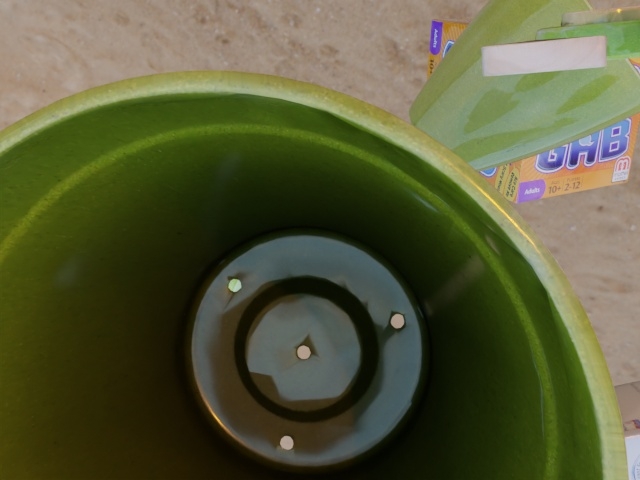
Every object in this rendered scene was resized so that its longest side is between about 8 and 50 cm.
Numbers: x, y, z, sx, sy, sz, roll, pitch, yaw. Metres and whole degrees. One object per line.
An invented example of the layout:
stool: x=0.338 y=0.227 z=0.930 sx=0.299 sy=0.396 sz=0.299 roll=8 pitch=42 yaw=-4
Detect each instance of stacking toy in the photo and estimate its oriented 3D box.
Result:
stacking toy: x=0.283 y=-0.204 z=0.521 sx=0.280 sy=0.130 sz=0.309 roll=5 pitch=-162 yaw=32

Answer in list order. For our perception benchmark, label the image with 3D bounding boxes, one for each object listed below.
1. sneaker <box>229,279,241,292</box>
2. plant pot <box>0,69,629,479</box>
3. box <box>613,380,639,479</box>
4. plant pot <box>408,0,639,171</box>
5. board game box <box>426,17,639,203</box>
sneaker: x=-0.037 y=0.018 z=0.814 sx=0.385 sy=0.145 sz=0.147 roll=-5 pitch=-153 yaw=-25
plant pot: x=-0.033 y=0.103 z=0.486 sx=0.367 sy=0.366 sz=0.353 roll=22 pitch=-176 yaw=6
box: x=0.208 y=0.181 z=0.513 sx=0.137 sy=0.126 sz=0.072 roll=-13 pitch=-165 yaw=3
plant pot: x=0.287 y=-0.230 z=1.045 sx=0.294 sy=0.274 sz=0.275 roll=-35 pitch=128 yaw=27
board game box: x=0.494 y=-0.329 z=1.665 sx=0.357 sy=0.356 sz=0.356 roll=-11 pitch=-154 yaw=-26
